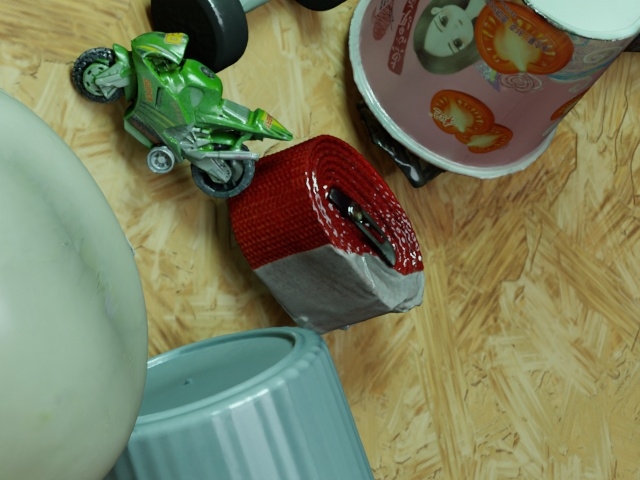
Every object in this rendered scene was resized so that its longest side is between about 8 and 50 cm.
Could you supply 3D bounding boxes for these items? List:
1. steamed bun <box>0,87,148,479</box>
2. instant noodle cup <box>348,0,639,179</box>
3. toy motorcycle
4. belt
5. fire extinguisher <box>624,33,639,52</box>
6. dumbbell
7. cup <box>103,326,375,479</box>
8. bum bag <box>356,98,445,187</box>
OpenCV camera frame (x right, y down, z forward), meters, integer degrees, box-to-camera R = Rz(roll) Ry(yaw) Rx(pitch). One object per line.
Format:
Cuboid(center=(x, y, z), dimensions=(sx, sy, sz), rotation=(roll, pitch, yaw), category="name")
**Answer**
Cuboid(center=(-0.296, 0.056, 1.349), dimensions=(0.334, 0.334, 0.374), rotation=(-38, 110, -32), category="steamed bun")
Cuboid(center=(0.183, -0.215, 1.733), dimensions=(0.243, 0.231, 0.243), rotation=(13, 60, -23), category="instant noodle cup")
Cuboid(center=(-0.123, -0.120, 1.610), dimensions=(0.190, 0.106, 0.074), rotation=(38, 22, -15), category="toy motorcycle")
Cuboid(center=(0.000, 0.000, 1.706), dimensions=(0.201, 0.124, 0.128), rotation=(50, 39, -29), category="belt")
Cuboid(center=(0.334, -0.265, 1.967), dimensions=(0.337, 0.135, 0.114), rotation=(-3, 57, -38), category="fire extinguisher")
Cuboid(center=(-0.056, -0.232, 1.673), dimensions=(0.191, 0.100, 0.100), rotation=(-34, 111, -34), category="dumbbell")
Cuboid(center=(-0.041, 0.243, 1.588), dimensions=(0.331, 0.257, 0.311), rotation=(-26, 105, -34), category="cup")
Cuboid(center=(0.142, -0.128, 1.851), dimensions=(0.248, 0.069, 0.102), rotation=(-24, 72, -35), category="bum bag")
